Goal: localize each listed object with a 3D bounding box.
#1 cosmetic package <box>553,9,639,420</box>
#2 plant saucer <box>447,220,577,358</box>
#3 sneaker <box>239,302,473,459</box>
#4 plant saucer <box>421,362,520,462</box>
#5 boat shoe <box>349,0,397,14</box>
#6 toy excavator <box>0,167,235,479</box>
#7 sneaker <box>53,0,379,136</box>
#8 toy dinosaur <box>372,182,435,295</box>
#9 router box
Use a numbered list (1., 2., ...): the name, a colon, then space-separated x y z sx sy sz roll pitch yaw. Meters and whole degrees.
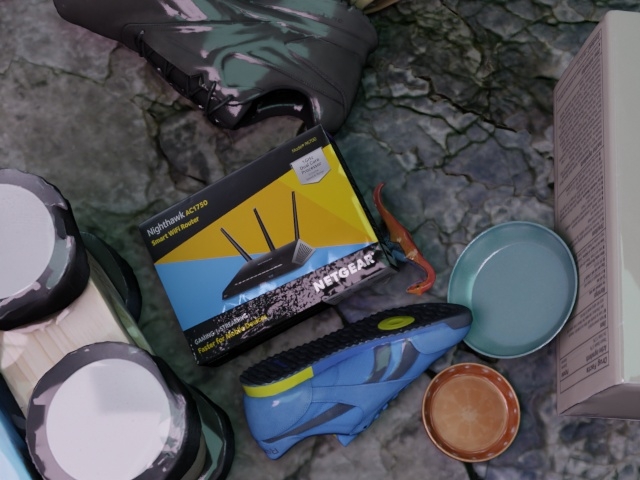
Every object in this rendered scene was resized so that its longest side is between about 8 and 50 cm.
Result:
1. cosmetic package: 0.268 -0.015 0.940 0.113 0.160 0.310 4 73 -5
2. plant saucer: 0.164 0.043 0.957 0.119 0.021 0.119 -13 66 32
3. sneaker: 0.036 0.114 0.934 0.209 0.069 0.082 -21 103 -18
4. plant saucer: 0.126 0.145 0.951 0.083 0.013 0.084 1 72 -4
5. boat shoe: 0.151 -0.284 1.053 0.285 0.104 0.089 -17 79 0
6. toy excavator: -0.348 0.117 0.829 0.445 0.222 0.433 -34 77 -6
7. sneaker: -0.097 -0.166 0.987 0.286 0.109 0.130 13 78 1
8. toy dinosaur: 0.067 0.009 0.960 0.047 0.090 0.082 -28 32 -23
9. router box: -0.044 0.007 0.932 0.178 0.046 0.133 -29 75 10
